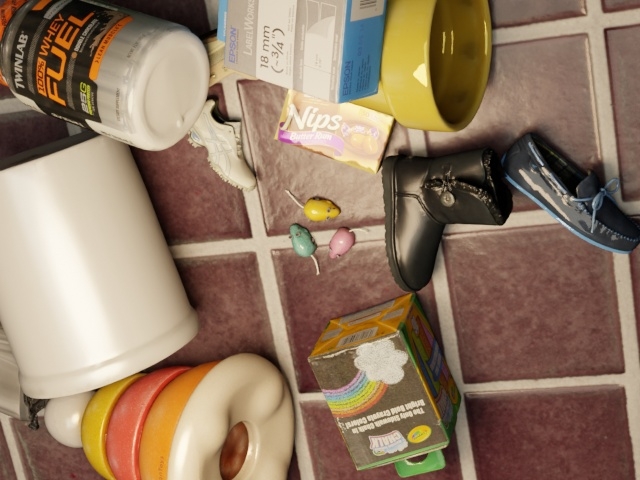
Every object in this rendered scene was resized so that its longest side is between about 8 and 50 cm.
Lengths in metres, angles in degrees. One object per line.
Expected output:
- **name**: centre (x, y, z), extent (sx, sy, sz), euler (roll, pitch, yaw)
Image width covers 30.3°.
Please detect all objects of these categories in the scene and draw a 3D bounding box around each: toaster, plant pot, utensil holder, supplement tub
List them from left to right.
- **toaster**: centre (-0.591, 0.243, 2.266), extent (0.146, 0.129, 0.227), euler (15, 114, 14)
- **utensil holder**: centre (-0.421, 0.029, 2.039), extent (0.328, 0.327, 0.385), euler (-13, 103, 19)
- **supplement tub**: centre (-0.366, -0.285, 1.922), extent (0.338, 0.207, 0.207), euler (20, 114, 27)
- **plant pot**: centre (0.110, -0.301, 1.834), extent (0.239, 0.254, 0.254), euler (7, 111, 28)

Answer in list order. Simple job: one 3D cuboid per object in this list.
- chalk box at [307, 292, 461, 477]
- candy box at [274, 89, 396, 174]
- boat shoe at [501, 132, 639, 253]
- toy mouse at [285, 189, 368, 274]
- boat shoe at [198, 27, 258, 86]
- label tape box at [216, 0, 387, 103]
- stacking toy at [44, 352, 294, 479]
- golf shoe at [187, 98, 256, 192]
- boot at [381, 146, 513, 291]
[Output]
- **chalk box**: centre (0.128, 0.271, 2.057), extent (0.180, 0.179, 0.289), euler (-19, 104, 19)
- **candy box**: centre (0.026, -0.195, 1.986), extent (0.187, 0.053, 0.109), euler (20, 113, 6)
- **boat shoe**: centre (0.410, -0.074, 1.894), extent (0.258, 0.109, 0.089), euler (32, 125, 0)
- **toy mouse**: centre (0.000, 0.000, 2.072), extent (0.161, 0.031, 0.143), euler (14, 112, 10)
- **boat shoe**: centre (-0.116, -0.318, 1.954), extent (0.302, 0.109, 0.098), euler (-18, 107, 26)
- **label tape box**: centre (-0.063, -0.360, 1.734), extent (0.334, 0.106, 0.240), euler (23, 120, 34)
- **stacking toy**: centre (-0.319, 0.344, 2.177), extent (0.480, 0.350, 0.350), euler (9, 112, 31)
- **golf shoe**: centre (-0.160, -0.164, 2.041), extent (0.086, 0.069, 0.176), euler (-40, 96, 17)
- **boot**: centre (0.211, -0.030, 1.943), extent (0.207, 0.094, 0.246), euler (2, 104, 36)
